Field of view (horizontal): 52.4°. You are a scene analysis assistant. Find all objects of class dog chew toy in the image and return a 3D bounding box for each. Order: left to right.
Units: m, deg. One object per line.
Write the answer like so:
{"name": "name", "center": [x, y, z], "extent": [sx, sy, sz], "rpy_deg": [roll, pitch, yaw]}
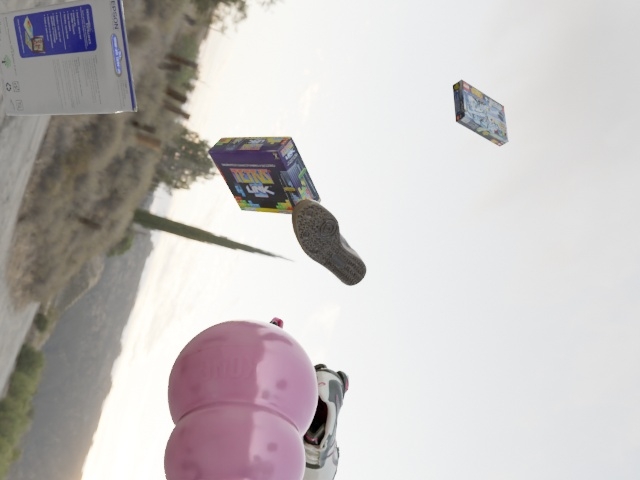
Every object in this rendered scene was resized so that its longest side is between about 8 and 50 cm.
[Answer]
{"name": "dog chew toy", "center": [-0.108, 0.263, 0.835], "extent": [0.206, 0.207, 0.331], "rpy_deg": [-55, -159, 37]}

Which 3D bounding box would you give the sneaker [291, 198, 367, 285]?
{"name": "sneaker", "center": [0.000, 0.000, 0.960], "extent": [0.066, 0.188, 0.071], "rpy_deg": [-42, -137, -6]}

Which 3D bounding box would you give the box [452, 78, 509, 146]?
{"name": "box", "center": [0.326, -0.258, 1.322], "extent": [0.027, 0.137, 0.093], "rpy_deg": [-28, -129, 46]}

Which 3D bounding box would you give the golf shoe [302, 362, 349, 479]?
{"name": "golf shoe", "center": [-0.018, 0.366, 1.197], "extent": [0.120, 0.105, 0.272], "rpy_deg": [-38, 136, -75]}

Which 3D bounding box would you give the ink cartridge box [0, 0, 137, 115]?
{"name": "ink cartridge box", "center": [-0.382, -0.278, 1.003], "extent": [0.333, 0.065, 0.165], "rpy_deg": [8, -71, 34]}

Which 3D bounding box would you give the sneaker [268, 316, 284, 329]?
{"name": "sneaker", "center": [-0.092, 0.159, 1.074], "extent": [0.057, 0.047, 0.119], "rpy_deg": [-65, 171, 18]}

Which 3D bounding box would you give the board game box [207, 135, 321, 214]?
{"name": "board game box", "center": [-0.099, -0.113, 1.147], "extent": [0.170, 0.141, 0.048], "rpy_deg": [6, -133, 38]}
